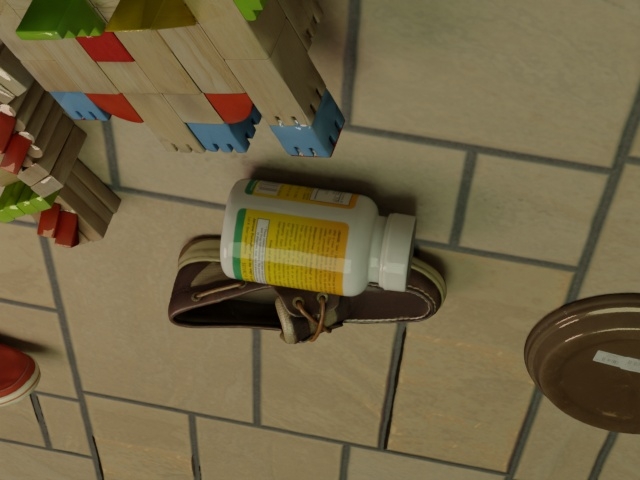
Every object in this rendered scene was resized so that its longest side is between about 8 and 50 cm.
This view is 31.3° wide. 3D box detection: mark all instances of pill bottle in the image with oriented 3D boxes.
[{"bbox_3d":[0.000,0.000,1.297,0.208,0.117,0.117,8,141,7],"label":"pill bottle"}]

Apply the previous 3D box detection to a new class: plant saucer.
[{"bbox_3d":[0.395,0.166,1.438,0.278,0.041,0.278,9,141,8],"label":"plant saucer"}]

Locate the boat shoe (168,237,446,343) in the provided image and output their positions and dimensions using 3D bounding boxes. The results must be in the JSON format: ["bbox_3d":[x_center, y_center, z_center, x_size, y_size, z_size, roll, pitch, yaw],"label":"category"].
[{"bbox_3d":[-0.022,0.077,1.391,0.342,0.123,0.123,6,140,11],"label":"boat shoe"}]

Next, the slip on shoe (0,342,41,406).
[{"bbox_3d":[-0.573,0.159,1.674,0.331,0.123,0.101,18,137,3],"label":"slip on shoe"}]

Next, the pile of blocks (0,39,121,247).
[{"bbox_3d":[-0.347,-0.103,1.285,0.149,0.112,0.362,3,139,14],"label":"pile of blocks"}]

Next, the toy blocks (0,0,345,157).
[{"bbox_3d":[-0.141,-0.186,1.091,0.381,0.190,0.261,5,150,28],"label":"toy blocks"}]
